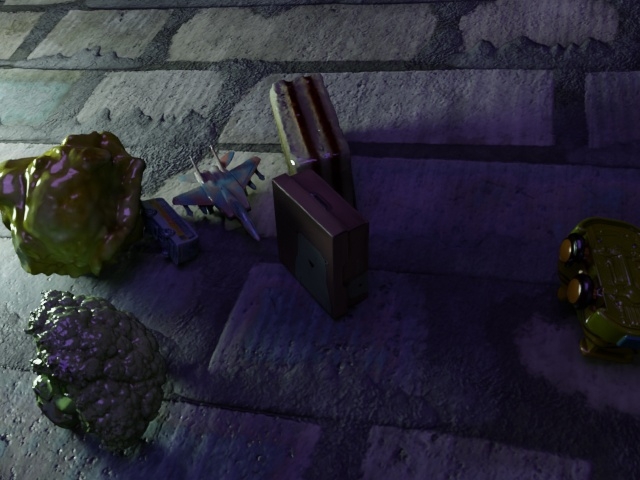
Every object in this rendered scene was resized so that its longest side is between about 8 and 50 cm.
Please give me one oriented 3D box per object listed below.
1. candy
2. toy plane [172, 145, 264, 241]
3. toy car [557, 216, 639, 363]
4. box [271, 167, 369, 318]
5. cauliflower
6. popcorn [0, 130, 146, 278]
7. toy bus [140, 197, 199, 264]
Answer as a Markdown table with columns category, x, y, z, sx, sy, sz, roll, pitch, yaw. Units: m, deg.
| category | x | y | z | sx | sy | sz | roll | pitch | yaw |
| --- | --- | --- | --- | --- | --- | --- | --- | --- | --- |
| candy | -0.018 | -0.205 | 1.587 | 0.135 | 0.179 | 0.321 | -13 | 47 | -1 |
| toy plane | -0.197 | -0.086 | 1.575 | 0.223 | 0.104 | 0.326 | -28 | 52 | -11 |
| toy car | 0.492 | 0.087 | 1.221 | 0.200 | 0.142 | 0.248 | 12 | 51 | -8 |
| box | 0.000 | 0.000 | 1.374 | 0.086 | 0.215 | 0.215 | -24 | 46 | -24 |
| cauliflower | -0.421 | 0.231 | 1.271 | 0.250 | 0.272 | 0.275 | -42 | 29 | 16 |
| popcorn | -0.513 | -0.079 | 1.531 | 0.312 | 0.312 | 0.312 | -7 | 47 | 7 |
| toy bus | -0.334 | -0.024 | 1.574 | 0.075 | 0.064 | 0.190 | -17 | 42 | -35 |
